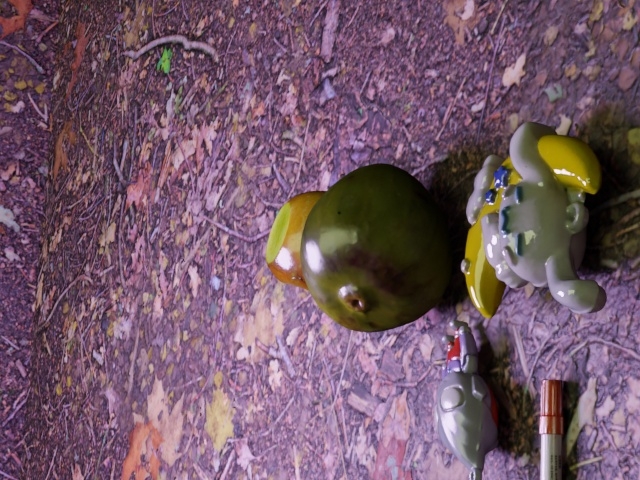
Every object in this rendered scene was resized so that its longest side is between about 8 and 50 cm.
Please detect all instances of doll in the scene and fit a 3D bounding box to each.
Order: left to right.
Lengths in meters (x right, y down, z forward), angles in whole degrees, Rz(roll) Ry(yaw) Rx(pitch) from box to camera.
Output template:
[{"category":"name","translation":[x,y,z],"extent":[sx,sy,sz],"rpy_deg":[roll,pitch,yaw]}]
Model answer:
[{"category":"doll","translation":[0.179,0.201,1.661],"extent":[0.102,0.075,0.227],"rpy_deg":[109,164,-49]},{"category":"doll","translation":[0.247,-0.018,1.571],"extent":[0.237,0.111,0.252],"rpy_deg":[-23,53,54]}]

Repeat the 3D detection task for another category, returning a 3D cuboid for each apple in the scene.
[{"category":"apple","translation":[0.006,0.001,1.939],"extent":[0.163,0.146,0.147],"rpy_deg":[-164,88,-75]}]

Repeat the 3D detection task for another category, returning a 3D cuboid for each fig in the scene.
[{"category":"fig","translation":[0.080,0.001,1.791],"extent":[0.203,0.203,0.225],"rpy_deg":[-44,21,45]}]

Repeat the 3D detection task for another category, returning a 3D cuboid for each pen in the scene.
[{"category":"pen","translation":[0.263,0.276,1.538],"extent":[0.028,0.028,0.239],"rpy_deg":[-17,68,57]}]
